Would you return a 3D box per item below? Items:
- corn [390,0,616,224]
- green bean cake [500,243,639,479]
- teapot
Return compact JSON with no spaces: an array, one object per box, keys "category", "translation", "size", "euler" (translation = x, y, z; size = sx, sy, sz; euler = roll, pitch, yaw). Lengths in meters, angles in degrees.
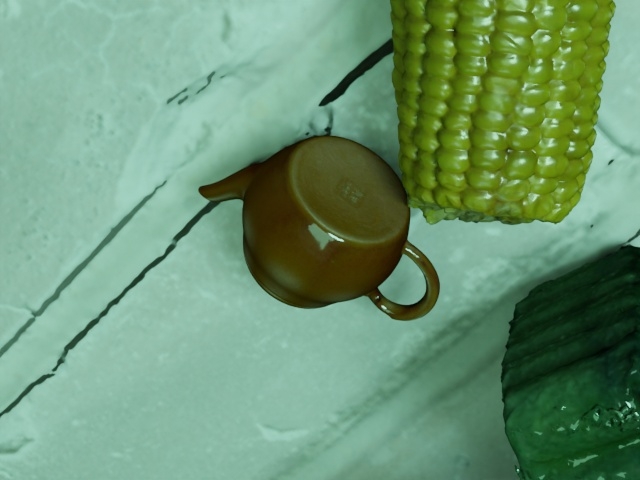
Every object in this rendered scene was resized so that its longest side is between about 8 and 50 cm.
[{"category":"corn","translation":[0.106,-0.182,0.625],"size":[0.143,0.144,0.387],"euler":[2,109,9]},{"category":"green bean cake","translation":[0.190,0.126,0.686],"size":[0.107,0.208,0.193],"euler":[-22,102,19]},{"category":"teapot","translation":[0.000,0.000,0.732],"size":[0.173,0.116,0.116],"euler":[33,112,-4]}]
